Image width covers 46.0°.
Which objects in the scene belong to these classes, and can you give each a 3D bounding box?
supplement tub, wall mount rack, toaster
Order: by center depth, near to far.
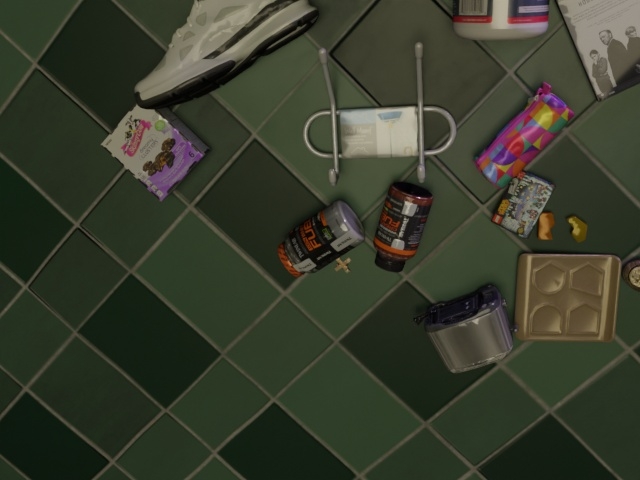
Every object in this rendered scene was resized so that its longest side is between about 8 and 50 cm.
[{"bbox_3d":[0.360,-0.540,1.489,0.191,0.191,0.272,2,109,9],"label":"supplement tub"},{"bbox_3d":[0.121,-0.276,1.651,0.349,0.130,0.304,-1,108,9],"label":"wall mount rack"},{"bbox_3d":[0.184,-0.028,1.737,0.106,0.106,0.198,16,110,4],"label":"supplement tub"},{"bbox_3d":[0.000,0.000,1.771,0.190,0.117,0.117,-34,100,18],"label":"supplement tub"},{"bbox_3d":[0.346,0.216,1.781,0.227,0.129,0.146,-22,106,18],"label":"toaster"}]

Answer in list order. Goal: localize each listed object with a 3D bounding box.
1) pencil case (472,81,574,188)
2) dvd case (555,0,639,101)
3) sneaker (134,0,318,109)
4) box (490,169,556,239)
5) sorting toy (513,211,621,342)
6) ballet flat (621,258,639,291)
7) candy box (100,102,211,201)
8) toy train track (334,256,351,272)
[{"bbox_3d":[0.435,-0.225,1.634,0.104,0.104,0.236,37,110,-4],"label":"pencil case"},{"bbox_3d":[0.618,-0.435,1.568,0.179,0.029,0.239,-24,103,17],"label":"dvd case"},{"bbox_3d":[-0.251,-0.483,1.650,0.447,0.169,0.258,-29,93,9],"label":"sneaker"},{"bbox_3d":[0.456,-0.083,1.703,0.094,0.027,0.137,29,112,17],"label":"box"},{"bbox_3d":[0.573,0.086,1.751,0.229,0.041,0.307,2,103,6],"label":"sorting toy"},{"bbox_3d":[0.804,0.108,1.699,0.249,0.058,0.084,21,110,-1],"label":"ballet flat"},{"bbox_3d":[-0.389,-0.221,1.786,0.196,0.070,0.165,44,110,-7],"label":"candy box"},{"bbox_3d":[0.042,0.047,1.835,0.048,0.014,0.083,-38,98,19],"label":"toy train track"}]
